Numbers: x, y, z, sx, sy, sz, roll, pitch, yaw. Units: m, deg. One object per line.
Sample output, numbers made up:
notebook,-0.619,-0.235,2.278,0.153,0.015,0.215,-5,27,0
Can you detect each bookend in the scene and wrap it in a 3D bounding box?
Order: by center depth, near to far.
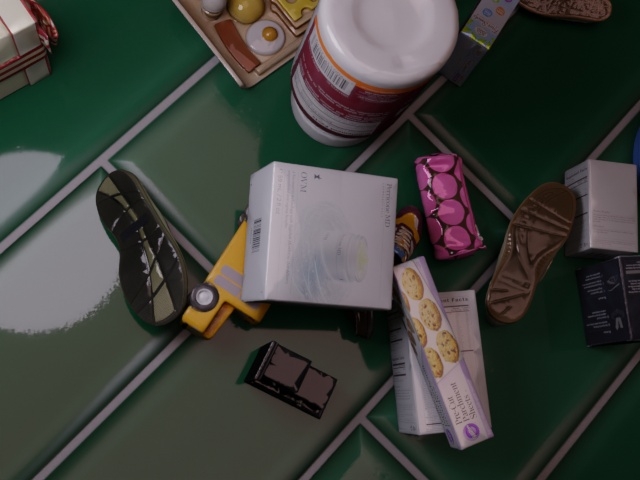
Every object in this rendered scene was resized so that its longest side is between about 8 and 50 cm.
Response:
bookend,-0.040,0.243,1.431,0.157,0.156,0.072,28,75,-6

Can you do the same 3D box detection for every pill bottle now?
pill bottle,0.072,-0.306,1.440,0.224,0.392,0.224,2,79,-11

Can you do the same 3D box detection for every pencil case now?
pencil case,0.246,-0.068,1.586,0.098,0.095,0.209,-16,83,21

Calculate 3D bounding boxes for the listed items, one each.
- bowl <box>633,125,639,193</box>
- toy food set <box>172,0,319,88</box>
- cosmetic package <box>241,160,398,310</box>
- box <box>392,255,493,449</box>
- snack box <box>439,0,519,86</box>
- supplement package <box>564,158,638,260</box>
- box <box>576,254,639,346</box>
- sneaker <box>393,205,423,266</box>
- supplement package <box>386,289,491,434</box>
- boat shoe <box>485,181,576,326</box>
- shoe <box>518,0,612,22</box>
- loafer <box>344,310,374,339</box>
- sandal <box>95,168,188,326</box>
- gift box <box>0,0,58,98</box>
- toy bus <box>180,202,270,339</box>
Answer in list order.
bowl,0.836,-0.153,1.730,0.391,0.077,0.391,2,79,-11
toy food set,-0.104,-0.458,1.590,0.306,0.092,0.219,-38,88,-15
cosmetic package,0.000,0.000,1.393,0.225,0.138,0.224,6,83,-22
box,0.197,0.187,1.398,0.067,0.063,0.324,-18,83,-11
snack box,0.322,-0.429,1.628,0.070,0.174,0.207,34,75,0
supplement package,0.552,-0.058,1.638,0.105,0.105,0.179,6,78,-9
box,0.576,0.117,1.582,0.093,0.156,0.158,-2,80,-13
sneaker,0.148,0.013,1.552,0.069,0.084,0.185,28,75,-5
supplement package,0.209,0.219,1.497,0.139,0.134,0.244,-3,80,-11
boat shoe,0.396,0.027,1.596,0.109,0.098,0.302,25,77,8
shoe,0.499,-0.499,1.745,0.219,0.058,0.076,14,97,-5
loafer,0.043,0.081,1.528,0.078,0.080,0.220,-15,77,-4
sandal,-0.298,0.007,1.449,0.120,0.086,0.303,-30,66,12
gift box,-0.598,-0.362,1.382,0.258,0.276,0.255,-35,93,-17
toy bus,-0.118,0.034,1.483,0.130,0.108,0.332,33,74,-6
